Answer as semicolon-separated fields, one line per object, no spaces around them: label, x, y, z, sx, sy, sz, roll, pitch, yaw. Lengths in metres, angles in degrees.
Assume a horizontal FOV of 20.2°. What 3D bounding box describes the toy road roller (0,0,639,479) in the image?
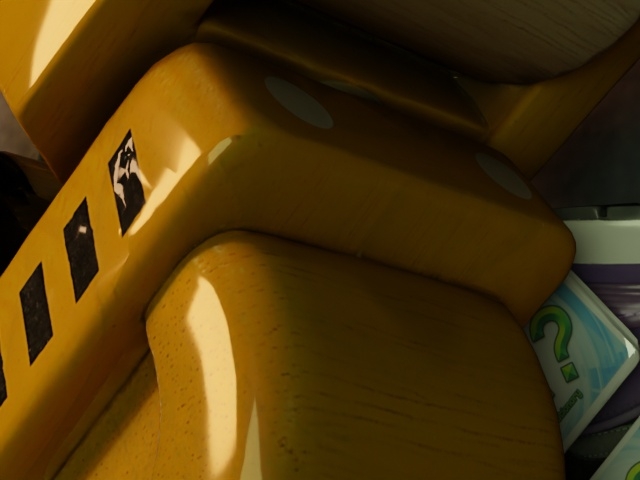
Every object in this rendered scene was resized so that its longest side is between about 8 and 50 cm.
toy road roller;0.000;0.000;0.554;0.329;0.202;0.240;-52;49;21

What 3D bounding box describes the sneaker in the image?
sneaker;0.207;0.048;0.603;0.283;0.107;0.124;0;92;30

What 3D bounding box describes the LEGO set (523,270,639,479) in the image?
LEGO set;0.061;0.153;0.625;0.182;0.060;0.244;50;125;26
